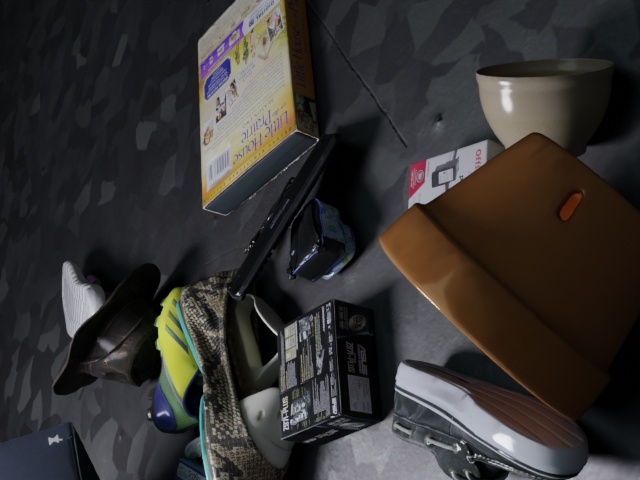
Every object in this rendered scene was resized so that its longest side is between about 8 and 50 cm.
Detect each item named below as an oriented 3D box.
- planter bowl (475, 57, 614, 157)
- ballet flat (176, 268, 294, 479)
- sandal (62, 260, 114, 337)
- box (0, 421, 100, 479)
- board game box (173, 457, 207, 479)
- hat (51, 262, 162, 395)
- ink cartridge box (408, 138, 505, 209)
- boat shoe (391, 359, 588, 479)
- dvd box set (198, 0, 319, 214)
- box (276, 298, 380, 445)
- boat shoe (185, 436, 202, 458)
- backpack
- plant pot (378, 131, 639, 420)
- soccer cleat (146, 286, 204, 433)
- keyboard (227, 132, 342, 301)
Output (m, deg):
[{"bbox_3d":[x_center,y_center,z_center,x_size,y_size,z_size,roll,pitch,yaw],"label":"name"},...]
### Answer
[{"bbox_3d":[0.273,-0.157,1.164,0.162,0.162,0.109,21,121,55],"label":"planter bowl"},{"bbox_3d":[-0.118,0.230,1.557,0.182,0.164,0.482,-30,48,14],"label":"ballet flat"},{"bbox_3d":[-0.517,0.149,2.175,0.416,0.102,0.169,-156,68,-65],"label":"sandal"},{"bbox_3d":[-0.455,0.565,1.650,0.293,0.212,0.395,-116,14,-45],"label":"box"},{"bbox_3d":[-0.202,0.469,1.658,0.201,0.035,0.136,10,85,55],"label":"board game box"},{"bbox_3d":[-0.381,0.210,1.909,0.331,0.134,0.331,-54,-7,-10],"label":"hat"},{"bbox_3d":[0.192,-0.064,1.298,0.150,0.063,0.109,-16,64,51],"label":"ink cartridge box"},{"bbox_3d":[0.195,0.237,1.149,0.335,0.121,0.119,-163,81,-66],"label":"boat shoe"},{"bbox_3d":[-0.130,-0.298,1.844,0.308,0.062,0.420,-36,49,42],"label":"dvd box set"},{"bbox_3d":[0.009,0.199,1.434,0.147,0.078,0.180,-33,51,43],"label":"box"},{"bbox_3d":[-0.208,0.372,1.708,0.100,0.035,0.035,-38,45,32],"label":"boat shoe"},{"bbox_3d":[0.000,0.000,1.520,0.105,0.084,0.114,-46,37,36],"label":"backpack"},{"bbox_3d":[0.238,0.022,1.040,0.203,0.291,0.291,-47,40,8],"label":"plant pot"},{"bbox_3d":[-0.251,0.222,1.805,0.121,0.093,0.289,-9,61,20],"label":"soccer cleat"},{"bbox_3d":[-0.063,-0.040,1.601,0.317,0.033,0.201,-58,12,-1],"label":"keyboard"}]
